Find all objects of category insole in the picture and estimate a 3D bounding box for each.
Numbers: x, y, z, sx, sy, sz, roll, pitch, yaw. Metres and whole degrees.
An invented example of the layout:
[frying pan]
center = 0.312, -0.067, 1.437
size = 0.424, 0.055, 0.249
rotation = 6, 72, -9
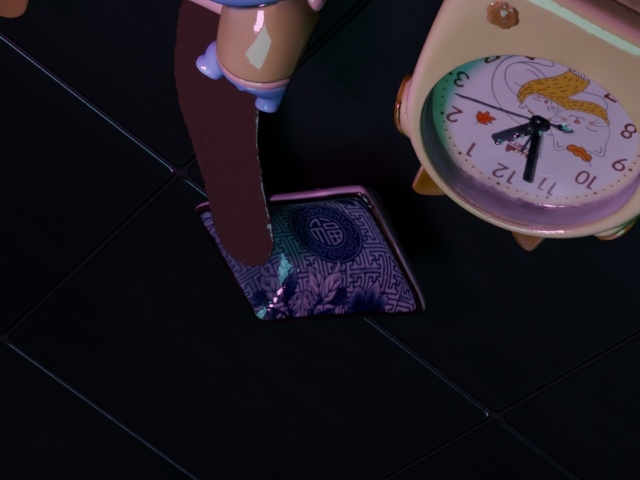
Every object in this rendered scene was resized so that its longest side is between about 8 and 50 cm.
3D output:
[insole]
center = -0.104, -0.119, 1.918
size = 0.111, 0.007, 0.328
rotation = 8, 119, 32

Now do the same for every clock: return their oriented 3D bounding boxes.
[clock]
center = 0.222, -0.132, 1.730
size = 0.286, 0.117, 0.348
rotation = 28, 140, -3

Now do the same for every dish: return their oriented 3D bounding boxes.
[dish]
center = 0.000, 0.000, 1.999
size = 0.243, 0.080, 0.182
rotation = -5, 128, 35

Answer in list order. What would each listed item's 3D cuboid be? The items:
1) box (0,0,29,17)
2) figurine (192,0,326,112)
[box]
center = -0.371, -0.341, 1.830
size = 0.201, 0.090, 0.144
rotation = 26, 139, 1
[figurine]
center = -0.077, -0.260, 1.719
size = 0.180, 0.154, 0.262
rotation = 35, 130, 28
